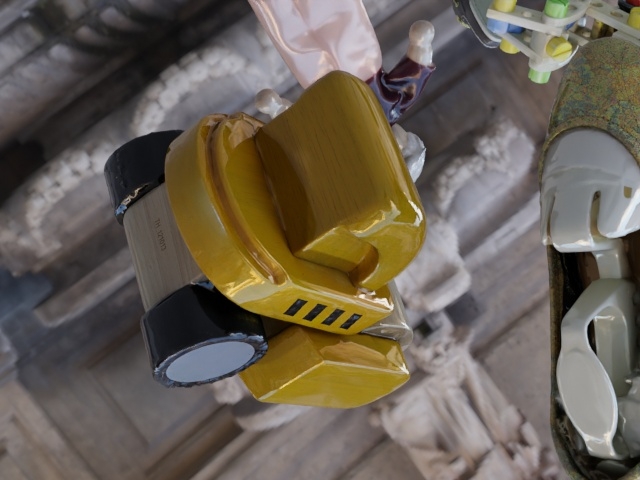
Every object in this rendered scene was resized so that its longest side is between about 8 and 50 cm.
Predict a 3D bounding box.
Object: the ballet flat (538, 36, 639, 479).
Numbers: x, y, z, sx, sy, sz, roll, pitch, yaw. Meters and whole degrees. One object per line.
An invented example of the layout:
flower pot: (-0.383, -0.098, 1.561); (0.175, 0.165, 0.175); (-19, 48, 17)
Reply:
ballet flat: (0.211, 0.025, 0.749); (0.123, 0.348, 0.123); (-6, -174, 1)

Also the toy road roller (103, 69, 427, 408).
toy road roller: (0.000, 0.000, 0.857); (0.240, 0.202, 0.329); (-32, 151, 26)

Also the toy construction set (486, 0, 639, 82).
toy construction set: (0.391, -0.238, 1.339); (0.215, 0.328, 0.151); (-26, 153, -36)

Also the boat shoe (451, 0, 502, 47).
boat shoe: (0.265, -0.407, 1.748); (0.081, 0.228, 0.069); (8, 142, -28)

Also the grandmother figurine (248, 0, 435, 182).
grandmother figurine: (0.032, -0.183, 1.126); (0.208, 0.342, 0.104); (-17, -141, 15)
